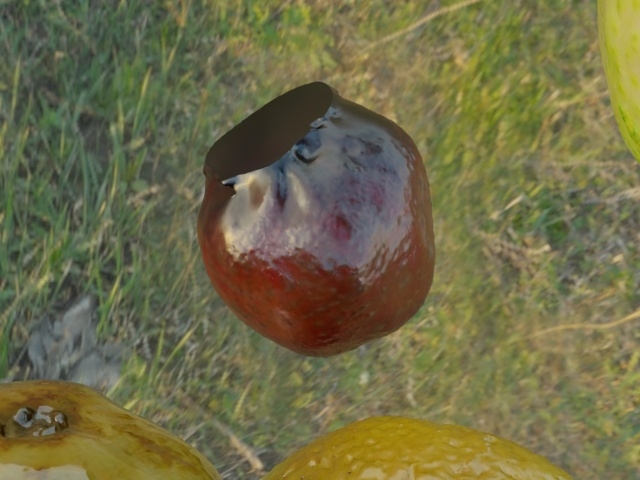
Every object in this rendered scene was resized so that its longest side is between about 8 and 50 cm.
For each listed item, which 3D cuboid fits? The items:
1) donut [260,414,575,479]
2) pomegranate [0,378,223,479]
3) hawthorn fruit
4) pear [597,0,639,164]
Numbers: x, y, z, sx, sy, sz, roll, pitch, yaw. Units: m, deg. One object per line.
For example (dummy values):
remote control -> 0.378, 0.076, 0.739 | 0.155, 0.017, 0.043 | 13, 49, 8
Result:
donut -> 0.079, 0.307, 1.027 | 0.163, 0.377, 0.435 | -47, 134, -35
pomegranate -> -0.211, 0.302, 0.845 | 0.410, 0.410, 0.410 | 4, 74, -13
hawthorn fruit -> 0.000, 0.000, 1.086 | 0.215, 0.250, 0.215 | -7, 52, 9
pear -> 0.301, -0.142, 0.599 | 0.391, 0.391, 0.391 | 4, 74, -13
